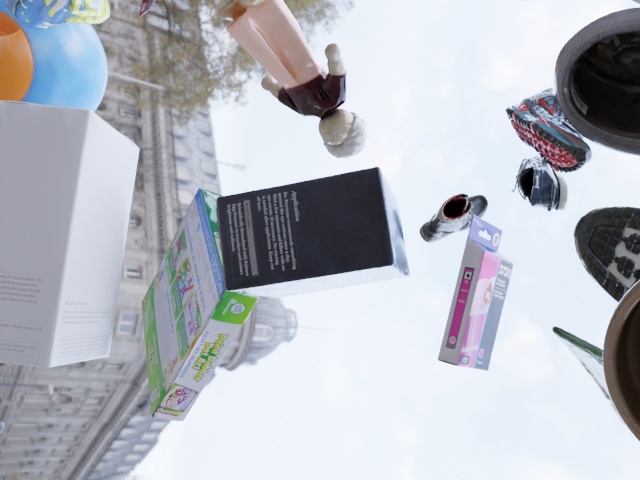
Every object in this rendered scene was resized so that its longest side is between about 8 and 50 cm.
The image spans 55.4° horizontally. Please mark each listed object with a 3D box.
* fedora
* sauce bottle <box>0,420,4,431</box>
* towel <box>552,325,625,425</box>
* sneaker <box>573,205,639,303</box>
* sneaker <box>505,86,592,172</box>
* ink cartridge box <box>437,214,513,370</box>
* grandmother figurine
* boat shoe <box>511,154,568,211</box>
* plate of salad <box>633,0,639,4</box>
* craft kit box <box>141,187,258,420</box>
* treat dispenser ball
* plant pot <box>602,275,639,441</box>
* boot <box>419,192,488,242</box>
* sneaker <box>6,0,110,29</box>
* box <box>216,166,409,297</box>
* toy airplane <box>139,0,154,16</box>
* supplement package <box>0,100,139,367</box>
[{"bbox_3d":[0.517,-0.265,0.966,0.244,0.275,0.124,91,23,-46],"label":"fedora"},{"bbox_3d":[-0.539,0.256,0.924,0.042,0.128,0.042,-30,-147,21],"label":"sauce bottle"},{"bbox_3d":[0.700,0.358,1.444,0.038,0.325,0.248,-41,-171,0],"label":"towel"},{"bbox_3d":[0.548,0.049,0.990,0.158,0.410,0.182,-66,-161,7],"label":"sneaker"},{"bbox_3d":[0.436,-0.221,1.115,0.125,0.104,0.262,-34,-151,12],"label":"sneaker"},{"bbox_3d":[0.400,0.135,1.529,0.069,0.175,0.371,8,-97,42],"label":"ink cartridge box"},{"bbox_3d":[-0.034,-0.282,1.069,0.104,0.342,0.207,-51,-151,-18],"label":"grandmother figurine"},{"bbox_3d":[0.464,-0.126,1.316,0.254,0.079,0.095,-77,169,-62],"label":"boat shoe"},{"bbox_3d":[0.362,-0.346,0.653,0.200,0.048,0.200,54,-18,27],"label":"plate of salad"},{"bbox_3d":[-0.191,0.089,0.905,0.247,0.060,0.250,-55,-145,23],"label":"craft kit box"},{"bbox_3d":[-0.571,-0.345,1.201,0.288,0.288,0.288,-26,-121,54],"label":"treat dispenser ball"},{"bbox_3d":[0.464,0.107,0.658,0.263,0.229,0.263,8,-75,32],"label":"plant pot"},{"bbox_3d":[0.406,-0.085,1.733,0.085,0.236,0.179,59,-16,12],"label":"boot"},{"bbox_3d":[-0.354,-0.321,0.792,0.240,0.126,0.091,-159,-131,-81],"label":"sneaker"},{"bbox_3d":[0.000,0.000,0.612,0.156,0.158,0.093,30,52,-75],"label":"box"},{"bbox_3d":[-0.160,-0.289,0.667,0.151,0.151,0.028,-14,-92,57],"label":"toy airplane"},{"bbox_3d":[-0.354,-0.005,0.755,0.175,0.177,0.293,67,30,-83],"label":"supplement package"}]
